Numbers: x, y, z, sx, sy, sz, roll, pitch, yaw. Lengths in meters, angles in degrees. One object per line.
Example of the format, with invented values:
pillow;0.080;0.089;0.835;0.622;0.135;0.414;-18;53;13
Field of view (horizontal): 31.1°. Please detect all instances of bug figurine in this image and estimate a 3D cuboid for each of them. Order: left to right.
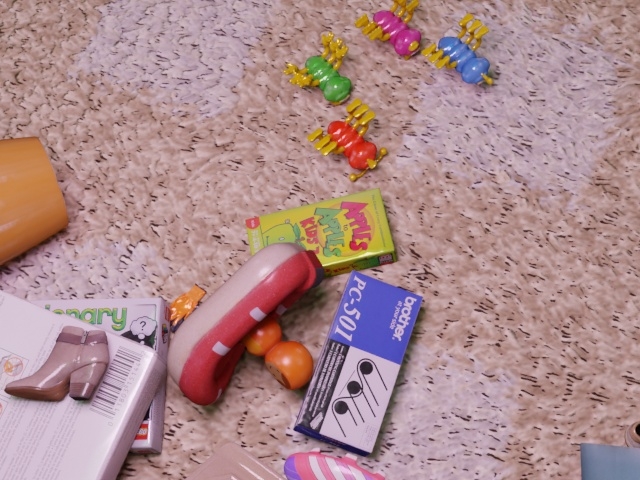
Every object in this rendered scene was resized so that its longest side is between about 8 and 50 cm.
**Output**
bug figurine;0.089;-0.220;1.560;0.279;0.072;0.216;-36;60;-3

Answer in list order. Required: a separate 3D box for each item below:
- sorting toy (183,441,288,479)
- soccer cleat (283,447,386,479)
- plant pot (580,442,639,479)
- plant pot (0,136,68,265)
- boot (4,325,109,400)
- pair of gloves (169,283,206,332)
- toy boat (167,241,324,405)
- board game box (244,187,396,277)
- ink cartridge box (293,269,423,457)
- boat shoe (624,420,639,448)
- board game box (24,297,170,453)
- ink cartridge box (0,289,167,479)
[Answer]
sorting toy;-0.102;0.351;1.329;0.193;0.038;0.208;32;45;20
soccer cleat;0.061;0.321;1.323;0.248;0.083;0.095;22;59;12
plant pot;0.403;0.339;1.168;0.292;0.293;0.235;5;81;11
plant pot;-0.442;-0.049;1.509;0.187;0.205;0.205;-21;65;-18
boot;-0.306;0.143;1.349;0.118;0.042;0.087;3;66;7
pair of gloves;-0.161;0.103;1.491;0.083;0.010;0.074;40;77;20
toy boat;-0.071;0.119;1.388;0.231;0.151;0.151;-44;83;9
board game box;0.000;0.000;1.493;0.181;0.043;0.092;-13;65;3
ink cartridge box;0.047;0.150;1.408;0.097;0.046;0.207;20;70;-1
boat shoe;0.424;0.226;1.332;0.135;0.045;0.050;-6;66;6
board game box;-0.349;0.173;1.461;0.305;0.053;0.193;-2;70;8
ink cartridge box;-0.363;0.227;1.380;0.261;0.066;0.296;21;75;13
